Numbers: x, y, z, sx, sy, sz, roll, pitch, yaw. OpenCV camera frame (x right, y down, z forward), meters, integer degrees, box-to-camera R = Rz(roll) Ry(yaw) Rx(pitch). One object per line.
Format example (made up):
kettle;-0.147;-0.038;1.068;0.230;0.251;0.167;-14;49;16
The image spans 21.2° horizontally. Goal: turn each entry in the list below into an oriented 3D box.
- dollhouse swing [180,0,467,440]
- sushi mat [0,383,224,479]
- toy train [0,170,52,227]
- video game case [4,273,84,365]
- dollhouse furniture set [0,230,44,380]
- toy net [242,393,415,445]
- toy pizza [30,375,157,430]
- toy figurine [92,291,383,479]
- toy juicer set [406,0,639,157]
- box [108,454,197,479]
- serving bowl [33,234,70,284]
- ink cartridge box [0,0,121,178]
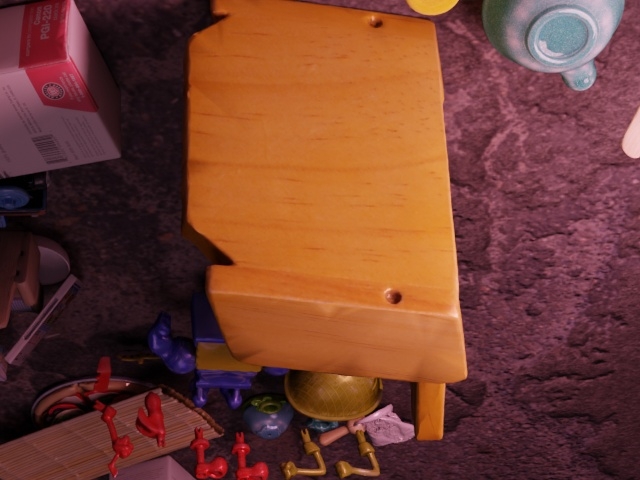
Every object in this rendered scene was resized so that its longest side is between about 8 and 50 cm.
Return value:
dollhouse swing;0.000;0.000;1.664;0.315;0.347;0.305;6;145;-12
sushi mat;-0.293;0.269;2.253;0.316;0.019;0.151;-21;140;23
toy train;-0.373;-0.054;1.803;0.184;0.080;0.105;-2;154;-5
video game case;-0.315;0.092;1.962;0.011;0.122;0.087;38;174;2
dollhouse furniture set;-0.445;0.152;1.955;0.286;0.198;0.303;1;146;7
toy net;0.017;0.225;2.249;0.232;0.045;0.122;3;143;-10
toy pizza;-0.281;0.240;2.258;0.201;0.032;0.201;-1;145;-1
toy figurine;-0.078;0.150;2.022;0.362;0.191;0.217;4;139;-11
toy juicer set;0.242;-0.235;1.581;0.329;0.089;0.209;30;121;-26
box;-0.231;0.367;2.393;0.102;0.087;0.101;-15;143;19
serving bowl;-0.323;0.017;1.940;0.083;0.027;0.083;4;146;3
ink cartridge box;-0.320;-0.139;1.669;0.218;0.092;0.158;-11;144;8
